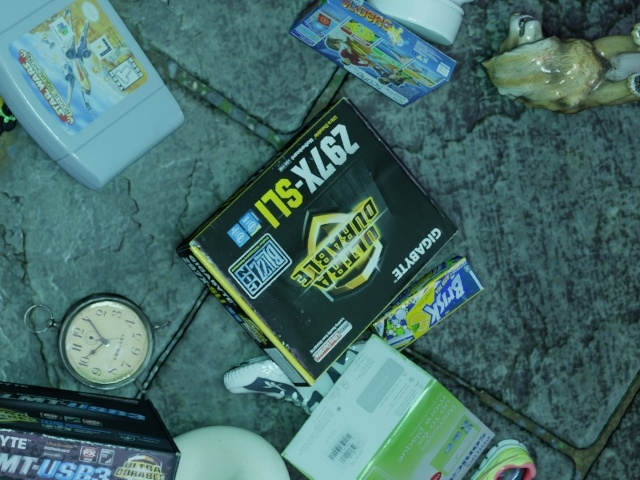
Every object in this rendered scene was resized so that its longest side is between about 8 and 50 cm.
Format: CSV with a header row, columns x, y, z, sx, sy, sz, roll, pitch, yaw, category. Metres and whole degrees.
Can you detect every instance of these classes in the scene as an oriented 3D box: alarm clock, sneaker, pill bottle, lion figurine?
x,y,z,sx,sy,sz,roll,pitch,yaw,category
-0.313,0.130,1.913,0.192,0.064,0.129,21,91,-18,alarm clock
-0.015,0.232,1.982,0.235,0.094,0.153,-8,89,-23,sneaker
0.246,0.391,2.066,0.081,0.094,0.208,33,89,-17,sneaker
0.168,-0.424,1.924,0.160,0.160,0.283,20,90,-15,pill bottle
0.447,-0.243,2.012,0.392,0.240,0.142,6,84,-29,lion figurine

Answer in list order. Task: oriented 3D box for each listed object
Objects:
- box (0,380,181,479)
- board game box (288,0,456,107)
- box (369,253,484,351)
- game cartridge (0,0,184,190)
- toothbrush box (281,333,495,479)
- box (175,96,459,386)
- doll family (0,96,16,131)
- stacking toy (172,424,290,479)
x,y,z,sx,sy,sz,roll,pitch,yaw,category
-0.347,0.247,1.799,0.296,0.293,0.073,11,95,-14,box
0.070,-0.266,1.928,0.201,0.136,0.035,31,68,-16,board game box
0.151,0.092,2.030,0.169,0.054,0.059,-36,103,-7,box
-0.327,-0.225,1.835,0.297,0.062,0.198,56,49,-13,game cartridge
0.100,0.281,1.925,0.206,0.122,0.283,-52,149,-5,toothbrush box
0.000,0.000,1.924,0.322,0.079,0.257,-44,99,-22,box
-0.440,-0.196,1.845,0.193,0.076,0.111,8,98,-10,doll family
-0.065,0.504,1.935,0.350,0.350,0.480,-51,128,-4,stacking toy
